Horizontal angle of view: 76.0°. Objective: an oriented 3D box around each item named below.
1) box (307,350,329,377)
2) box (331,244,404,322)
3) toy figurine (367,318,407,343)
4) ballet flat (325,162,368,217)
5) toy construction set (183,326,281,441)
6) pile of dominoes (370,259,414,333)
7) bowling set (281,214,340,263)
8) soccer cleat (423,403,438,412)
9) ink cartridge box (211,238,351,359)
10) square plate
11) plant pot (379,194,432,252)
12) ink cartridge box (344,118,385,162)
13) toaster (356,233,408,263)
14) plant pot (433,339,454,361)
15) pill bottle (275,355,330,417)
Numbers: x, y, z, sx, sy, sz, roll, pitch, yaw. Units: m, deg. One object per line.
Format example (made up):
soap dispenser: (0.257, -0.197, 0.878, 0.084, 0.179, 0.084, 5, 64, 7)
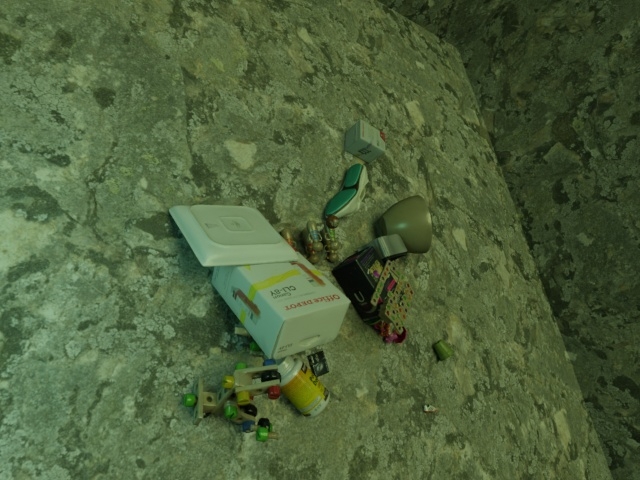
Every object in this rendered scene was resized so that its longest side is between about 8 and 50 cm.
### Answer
box: (-0.008, 0.459, 1.524, 0.067, 0.018, 0.083, -6, 73, -42)
box: (0.203, 0.186, 1.732, 0.143, 0.165, 0.271, -35, 93, -44)
toy figurine: (0.305, 0.381, 1.775, 0.173, 0.130, 0.159, -30, 100, -22)
ballet flat: (0.147, -0.204, 1.916, 0.139, 0.139, 0.400, 42, 48, -16)
toy construction set: (-0.257, 0.408, 1.197, 0.237, 0.257, 0.309, 17, 60, -22)
pile of dominoes: (0.309, 0.224, 1.660, 0.196, 0.040, 0.251, 44, 50, -17)
bowling set: (0.000, 0.000, 1.640, 0.286, 0.199, 0.154, -5, 74, -37)
soccer cleat: (0.484, 0.734, 1.794, 0.083, 0.029, 0.036, 8, 69, -32)
ink cartridge box: (-0.134, 0.167, 1.331, 0.279, 0.161, 0.384, -7, 37, -43)
square plate: (-0.287, -0.035, 1.375, 0.343, 0.049, 0.347, -1, 33, -39)
plant pot: (0.393, -0.067, 1.977, 0.190, 0.284, 0.284, -7, 71, -6)
ink cartridge box: (0.230, -0.511, 2.120, 0.176, 0.127, 0.128, 22, 57, -31)
toaster: (0.270, 0.057, 1.854, 0.185, 0.168, 0.110, -10, 73, -43)
plant pot: (0.581, 0.519, 1.955, 0.083, 0.083, 0.079, -25, 73, -44)
pill bottle: (-0.074, 0.485, 1.388, 0.215, 0.117, 0.117, 50, 47, -10)
